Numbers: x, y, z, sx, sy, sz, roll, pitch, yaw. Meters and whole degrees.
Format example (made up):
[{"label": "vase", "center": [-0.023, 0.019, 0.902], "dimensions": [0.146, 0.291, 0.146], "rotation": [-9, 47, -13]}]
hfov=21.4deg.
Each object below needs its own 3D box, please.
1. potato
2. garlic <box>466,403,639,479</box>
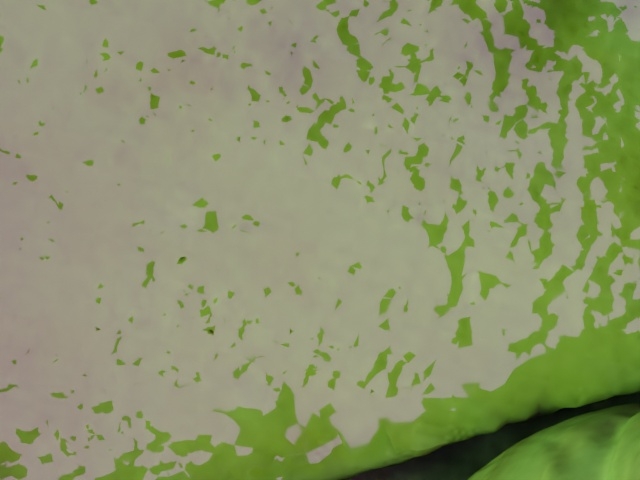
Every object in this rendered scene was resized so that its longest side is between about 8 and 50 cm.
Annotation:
[{"label": "potato", "center": [0.000, 0.000, 0.490], "dimensions": [0.255, 0.112, 0.270], "rotation": [11, 91, -3]}, {"label": "garlic", "center": [0.126, 0.159, 0.408], "dimensions": [0.317, 0.259, 0.318], "rotation": [8, 124, 12]}]
